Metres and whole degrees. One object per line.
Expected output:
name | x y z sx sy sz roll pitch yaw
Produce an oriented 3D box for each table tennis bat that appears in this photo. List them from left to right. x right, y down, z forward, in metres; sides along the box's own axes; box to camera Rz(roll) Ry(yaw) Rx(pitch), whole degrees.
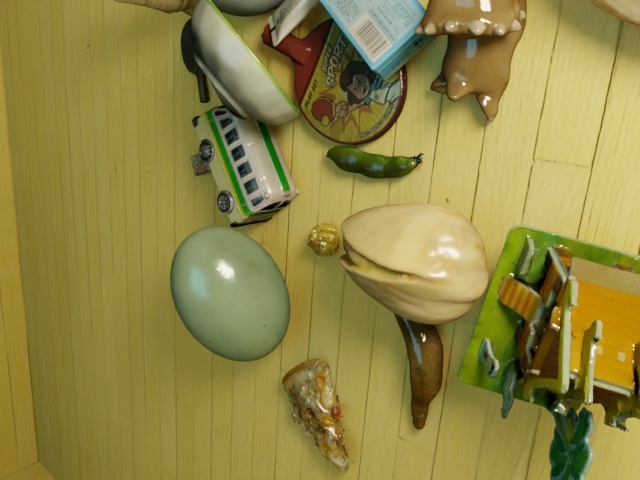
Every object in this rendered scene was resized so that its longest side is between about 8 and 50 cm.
table tennis bat | -0.344 -0.506 1.544 0.131 0.022 0.235 -4 95 41
table tennis bat | 0.021 -0.382 1.229 0.414 0.051 0.268 40 121 25

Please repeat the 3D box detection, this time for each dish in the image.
dish | -0.189 -0.369 1.221 0.124 0.324 0.324 -39 71 6

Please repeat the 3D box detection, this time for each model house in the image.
model house | 0.361 0.204 0.842 0.242 0.313 0.358 18 114 8

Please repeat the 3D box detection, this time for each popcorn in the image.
popcorn | 0.000 0.000 1.315 0.084 0.084 0.084 11 107 40

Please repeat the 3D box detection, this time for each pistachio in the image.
pistachio | 0.176 0.037 1.062 0.321 0.238 0.229 23 109 45

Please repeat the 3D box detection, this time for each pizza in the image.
pizza | -0.008 0.463 1.437 0.189 0.071 0.297 -24 84 41

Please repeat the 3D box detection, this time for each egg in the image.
egg | -0.225 0.139 1.393 0.276 0.276 0.389 9 134 40

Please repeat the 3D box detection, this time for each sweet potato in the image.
sweet potato | 0.219 0.259 1.189 0.108 0.079 0.346 -167 68 -69

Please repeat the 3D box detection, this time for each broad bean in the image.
broad bean | 0.112 -0.169 1.198 0.254 0.046 0.065 13 118 37

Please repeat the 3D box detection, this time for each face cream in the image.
face cream | -0.028 -0.534 1.201 0.243 0.058 0.092 -32 57 33

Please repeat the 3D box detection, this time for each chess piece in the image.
chess piece | -0.393 -0.625 1.368 0.137 0.300 0.137 14 112 40

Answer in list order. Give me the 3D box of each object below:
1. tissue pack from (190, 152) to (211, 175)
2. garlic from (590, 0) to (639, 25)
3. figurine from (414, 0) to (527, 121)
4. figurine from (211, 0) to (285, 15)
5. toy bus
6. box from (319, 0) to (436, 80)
tissue pack | -0.336 -0.225 1.590 0.083 0.035 0.063 -8 94 41
garlic | 0.481 -0.424 0.703 0.286 0.249 0.313 -39 93 23
figurine | 0.252 -0.353 0.944 0.177 0.173 0.247 38 122 29
figurine | -0.196 -0.671 1.304 0.205 0.224 0.382 97 158 -47
toy bus | -0.188 -0.207 1.391 0.179 0.143 0.306 -27 81 39
box | 0.107 -0.454 1.083 0.142 0.083 0.232 -39 72 19
